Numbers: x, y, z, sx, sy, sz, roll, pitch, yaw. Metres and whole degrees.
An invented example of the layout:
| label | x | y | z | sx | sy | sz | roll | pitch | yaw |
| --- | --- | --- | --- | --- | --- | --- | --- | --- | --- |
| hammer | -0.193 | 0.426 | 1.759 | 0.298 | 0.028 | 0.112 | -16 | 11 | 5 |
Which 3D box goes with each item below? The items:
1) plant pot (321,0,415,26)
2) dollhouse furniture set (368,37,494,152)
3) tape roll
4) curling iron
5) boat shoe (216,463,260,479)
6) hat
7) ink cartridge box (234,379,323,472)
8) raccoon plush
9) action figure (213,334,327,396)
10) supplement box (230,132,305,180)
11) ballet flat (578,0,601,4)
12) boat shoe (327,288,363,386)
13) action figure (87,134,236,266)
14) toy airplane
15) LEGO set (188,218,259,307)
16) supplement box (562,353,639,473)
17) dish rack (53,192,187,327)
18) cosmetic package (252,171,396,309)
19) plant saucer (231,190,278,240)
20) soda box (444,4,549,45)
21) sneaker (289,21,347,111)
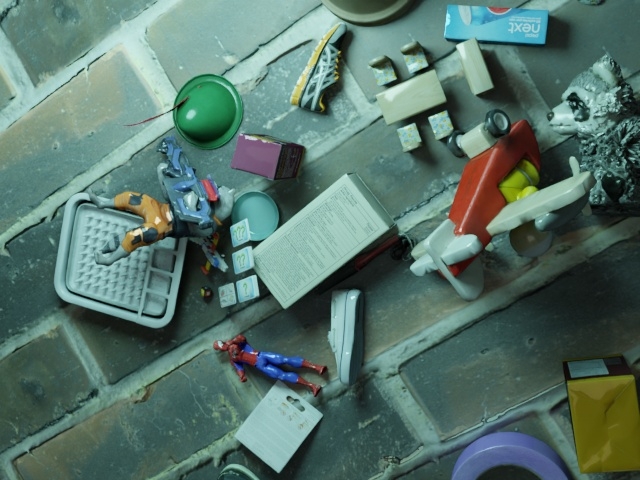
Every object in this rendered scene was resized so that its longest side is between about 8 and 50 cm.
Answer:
| label | x | y | z | sx | sy | sz | roll | pitch | yaw |
| --- | --- | --- | --- | --- | --- | --- | --- | --- | --- |
| plant pot | 0.081 | -0.594 | 1.634 | 0.263 | 0.229 | 0.262 | 2 | 98 | 14 |
| dollhouse furniture set | 0.238 | -0.323 | 1.661 | 0.242 | 0.161 | 0.212 | -21 | 92 | 16 |
| tape roll | 0.429 | 0.577 | 1.761 | 0.275 | 0.090 | 0.274 | 2 | 96 | 14 |
| curling iron | 0.100 | 0.062 | 1.808 | 0.274 | 0.035 | 0.068 | -28 | 89 | 16 |
| boat shoe | -0.120 | 0.682 | 1.900 | 0.340 | 0.113 | 0.127 | 41 | 104 | 6 |
| hat | -0.300 | -0.289 | 1.790 | 0.173 | 0.183 | 0.208 | 43 | 105 | 6 |
| ink cartridge box | -0.102 | 0.452 | 1.916 | 0.145 | 0.045 | 0.179 | 38 | 86 | 8 |
| raccoon plush | 0.680 | -0.199 | 1.596 | 0.447 | 0.216 | 0.299 | 6 | 84 | -15 |
| action figure | -0.139 | 0.295 | 1.851 | 0.281 | 0.139 | 0.091 | 17 | 100 | 14 |
| supplement box | -0.115 | -0.189 | 1.753 | 0.104 | 0.188 | 0.080 | 17 | 100 | 12 |
| ballet flat | 0.532 | -0.524 | 1.624 | 0.114 | 0.041 | 0.041 | 31 | 103 | 8 |
| boat shoe | 0.055 | 0.223 | 1.827 | 0.076 | 0.083 | 0.226 | 4 | 86 | 25 |
| action figure | -0.360 | -0.083 | 1.813 | 0.330 | 0.341 | 0.178 | -10 | 134 | -9 |
| toy airplane | 0.351 | -0.037 | 1.559 | 0.272 | 0.386 | 0.384 | 34 | 105 | -19 |
| LEGO set | -0.235 | 0.064 | 1.830 | 0.244 | 0.060 | 0.182 | -20 | 76 | 54 |
| supplement box | 0.589 | 0.357 | 1.637 | 0.129 | 0.194 | 0.191 | -8 | 95 | 15 |
| dish rack | -0.485 | 0.044 | 1.937 | 0.333 | 0.072 | 0.285 | 14 | 101 | 12 |
| cosmetic package | 0.000 | 0.000 | 1.787 | 0.309 | 0.113 | 0.160 | -37 | 87 | 15 |
| plant saucer | -0.154 | -0.060 | 1.865 | 0.119 | 0.021 | 0.119 | 2 | 97 | 15 |
| soda box | 0.372 | -0.455 | 1.659 | 0.210 | 0.067 | 0.071 | 7 | 99 | 13 |
| sneaker | 0.010 | -0.389 | 1.760 | 0.083 | 0.084 | 0.214 | 27 | 106 | -4 |
